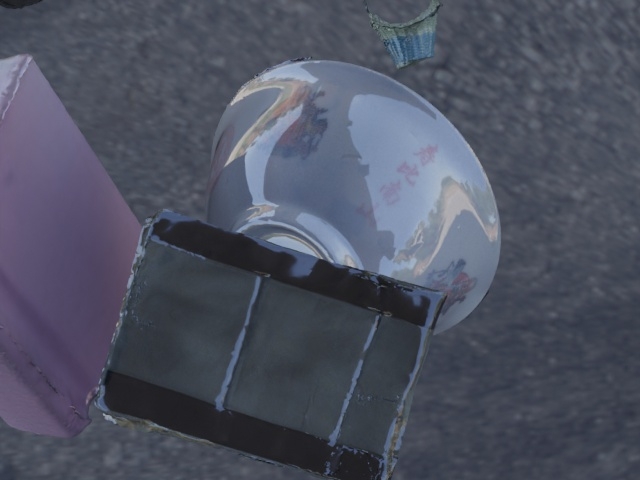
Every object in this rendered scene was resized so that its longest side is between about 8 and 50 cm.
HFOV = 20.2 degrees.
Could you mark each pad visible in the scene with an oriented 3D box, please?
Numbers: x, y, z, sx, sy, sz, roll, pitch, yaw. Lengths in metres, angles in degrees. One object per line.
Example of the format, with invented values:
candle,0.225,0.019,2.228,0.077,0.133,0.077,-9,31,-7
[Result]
pad,-0.039,0.084,1.342,0.233,0.022,0.174,15,104,-2

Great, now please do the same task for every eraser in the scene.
eraser,-0.327,0.011,1.942,0.122,0.359,0.272,3,57,23

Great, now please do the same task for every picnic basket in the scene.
picnic basket,0.072,-0.188,1.503,0.065,0.083,0.083,-15,92,0

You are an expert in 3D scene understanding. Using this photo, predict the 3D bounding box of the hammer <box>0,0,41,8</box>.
hammer,-0.171,-0.278,1.122,0.027,0.125,0.297,32,129,24

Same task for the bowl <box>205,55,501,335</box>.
bowl,0.000,0.000,1.843,0.345,0.157,0.345,16,127,22
